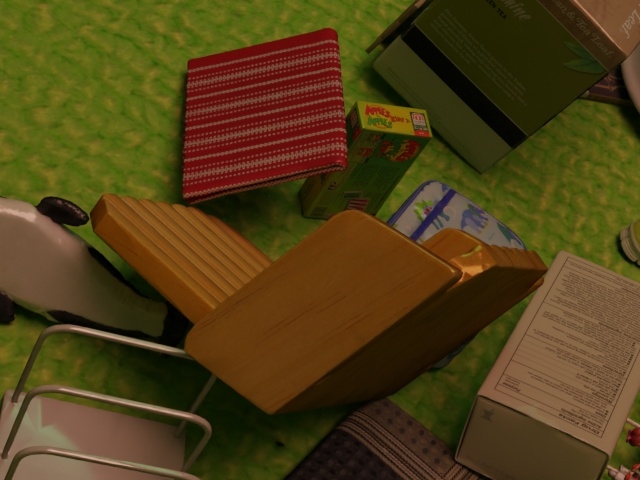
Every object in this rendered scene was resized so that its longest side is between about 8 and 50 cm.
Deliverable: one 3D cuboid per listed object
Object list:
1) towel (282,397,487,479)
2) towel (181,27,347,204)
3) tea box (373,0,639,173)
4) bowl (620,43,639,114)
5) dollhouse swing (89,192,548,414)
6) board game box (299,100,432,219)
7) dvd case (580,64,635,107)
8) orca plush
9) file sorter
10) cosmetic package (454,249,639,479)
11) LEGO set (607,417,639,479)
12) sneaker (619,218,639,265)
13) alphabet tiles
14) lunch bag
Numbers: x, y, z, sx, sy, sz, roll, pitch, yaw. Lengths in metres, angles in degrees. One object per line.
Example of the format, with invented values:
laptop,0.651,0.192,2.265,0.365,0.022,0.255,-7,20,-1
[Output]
towel,0.092,0.350,1.477,0.324,0.056,0.312,41,45,9
towel,-0.067,-0.153,1.676,0.199,0.031,0.274,-12,42,8
tea box,0.298,-0.317,1.861,0.220,0.323,0.329,45,51,-4
bowl,0.606,-0.242,2.098,0.298,0.134,0.297,19,48,-22
dollhouse swing,0.000,0.000,1.448,0.305,0.315,0.347,56,17,16
board game box,0.051,-0.091,1.686,0.092,0.181,0.043,5,55,-24
dvd case,0.462,-0.270,2.142,0.221,0.018,0.164,7,54,-22
orca plush,-0.269,0.016,1.501,0.287,0.151,0.102,14,20,-14
file sorter,-0.208,0.246,1.309,0.193,0.173,0.277,15,51,-16
cosmetic package,0.288,0.157,1.623,0.160,0.113,0.309,25,40,14
LEGO set,0.372,0.252,1.629,0.107,0.132,0.287,30,26,4
sneaker,0.518,0.008,1.911,0.209,0.094,0.081,13,50,-20
alphabet tiles,0.150,-0.341,1.916,0.009,0.198,0.237,47,48,-5
lunch bag,0.138,0.036,1.701,0.176,0.090,0.219,38,47,7
